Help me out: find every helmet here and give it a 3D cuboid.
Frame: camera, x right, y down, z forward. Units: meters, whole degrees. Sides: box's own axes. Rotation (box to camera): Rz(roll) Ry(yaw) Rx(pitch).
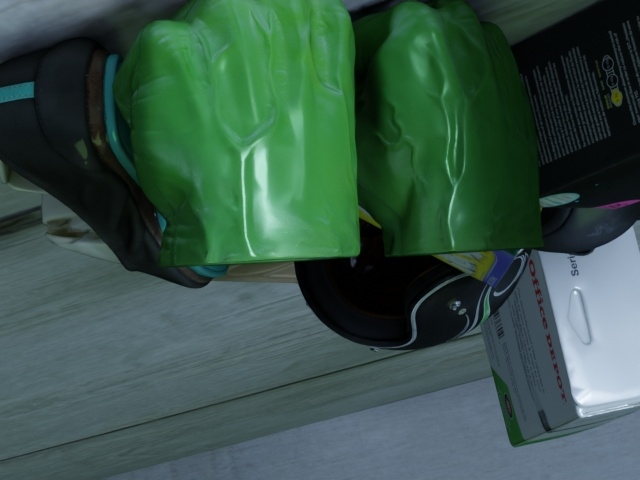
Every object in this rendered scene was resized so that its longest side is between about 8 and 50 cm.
[{"bbox_3d":[0.069,0.002,1.052,0.169,0.169,0.161,-7,156,-25],"label":"helmet"}]

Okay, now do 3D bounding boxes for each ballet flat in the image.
[{"bbox_3d":[-0.128,-0.041,0.837,0.096,0.095,0.280,-5,159,9],"label":"ballet flat"}]

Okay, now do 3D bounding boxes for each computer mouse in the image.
[{"bbox_3d":[0.220,-0.014,1.162,0.184,0.060,0.262,-4,169,-24],"label":"computer mouse"}]

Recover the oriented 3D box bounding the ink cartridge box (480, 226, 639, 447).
[{"bbox_3d":[0.288,0.115,1.671,0.122,0.211,0.289,-10,168,-10],"label":"ink cartridge box"}]

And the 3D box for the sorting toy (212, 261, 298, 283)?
[{"bbox_3d":[0.000,0.000,1.278,0.193,0.038,0.208,-21,161,33],"label":"sorting toy"}]

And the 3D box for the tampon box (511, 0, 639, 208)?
[{"bbox_3d":[0.205,-0.090,0.903,0.120,0.101,0.161,0,163,-44],"label":"tampon box"}]

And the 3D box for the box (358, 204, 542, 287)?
[{"bbox_3d":[0.048,-0.036,0.914,0.179,0.043,0.105,29,169,7],"label":"box"}]

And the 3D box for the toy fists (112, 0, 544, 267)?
[{"bbox_3d":[0.013,-0.061,0.757,0.279,0.142,0.096,-2,178,-42],"label":"toy fists"}]
